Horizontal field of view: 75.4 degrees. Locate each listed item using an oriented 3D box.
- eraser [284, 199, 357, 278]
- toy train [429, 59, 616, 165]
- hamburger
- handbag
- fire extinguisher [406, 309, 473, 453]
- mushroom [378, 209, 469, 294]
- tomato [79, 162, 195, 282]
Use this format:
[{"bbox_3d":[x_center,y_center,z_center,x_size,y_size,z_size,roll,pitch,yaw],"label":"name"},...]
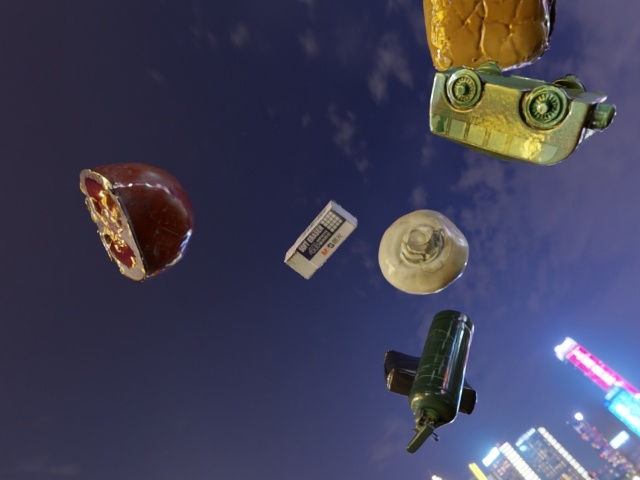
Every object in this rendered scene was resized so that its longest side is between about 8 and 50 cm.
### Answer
[{"bbox_3d":[0.000,0.000,1.529,0.130,0.086,0.287,37,-68,-13],"label":"eraser"},{"bbox_3d":[0.363,-0.242,0.787,0.129,0.326,0.160,-31,-44,-37],"label":"toy train"},{"bbox_3d":[0.387,-0.535,0.954,0.158,0.318,0.319,-40,-26,-61],"label":"hamburger"},{"bbox_3d":[0.302,0.378,1.163,0.223,0.246,0.080,-23,-53,-81],"label":"handbag"},{"bbox_3d":[0.245,0.282,0.860,0.114,0.095,0.311,-56,-2,40],"label":"fire extinguisher"},{"bbox_3d":[0.281,0.026,1.142,0.246,0.246,0.202,-38,-26,-3],"label":"mushroom"},{"bbox_3d":[-0.313,-0.045,0.759,0.155,0.180,0.214,-28,-52,-38],"label":"tomato"}]
